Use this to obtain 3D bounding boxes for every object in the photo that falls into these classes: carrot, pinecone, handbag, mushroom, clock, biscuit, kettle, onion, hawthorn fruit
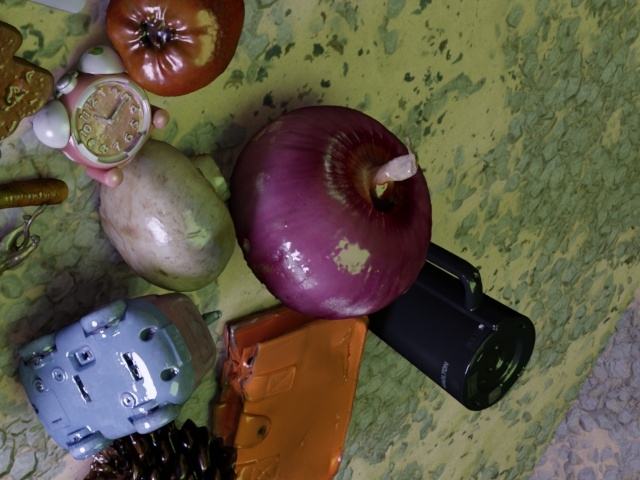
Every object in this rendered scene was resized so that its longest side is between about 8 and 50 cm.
[{"bbox_3d":[-0.433,-0.061,1.925,0.171,0.042,0.042,-13,126,-41],"label":"carrot"},{"bbox_3d":[-0.270,0.409,2.327,0.273,0.224,0.224,15,106,-28],"label":"pinecone"},{"bbox_3d":[-0.067,0.306,2.557,0.303,0.116,0.410,-18,129,-41],"label":"handbag"},{"bbox_3d":[-0.206,-0.031,2.082,0.195,0.189,0.253,-36,142,-22],"label":"mushroom"},{"bbox_3d":[-0.317,-0.179,1.933,0.166,0.093,0.162,-53,135,-12],"label":"clock"},{"bbox_3d":[-0.475,-0.214,1.755,0.278,0.043,0.301,-30,135,-28],"label":"biscuit"},{"bbox_3d":[0.221,0.148,2.603,0.203,0.308,0.262,-50,144,-7],"label":"kettle"},{"bbox_3d":[0.045,-0.047,2.200,0.358,0.345,0.358,1,89,-63],"label":"onion"},{"bbox_3d":[-0.186,-0.312,1.904,0.225,0.197,0.196,-52,155,-57],"label":"hawthorn fruit"}]

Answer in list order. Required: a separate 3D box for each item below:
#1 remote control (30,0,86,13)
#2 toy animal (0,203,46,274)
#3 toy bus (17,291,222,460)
[{"bbox_3d":[-0.389,-0.363,1.748,0.250,0.034,0.103,7,111,-50],"label":"remote control"},{"bbox_3d":[-0.461,0.031,1.938,0.219,0.069,0.086,-49,164,3],"label":"toy animal"},{"bbox_3d":[-0.295,0.186,2.090,0.294,0.197,0.232,-26,-176,31],"label":"toy bus"}]
